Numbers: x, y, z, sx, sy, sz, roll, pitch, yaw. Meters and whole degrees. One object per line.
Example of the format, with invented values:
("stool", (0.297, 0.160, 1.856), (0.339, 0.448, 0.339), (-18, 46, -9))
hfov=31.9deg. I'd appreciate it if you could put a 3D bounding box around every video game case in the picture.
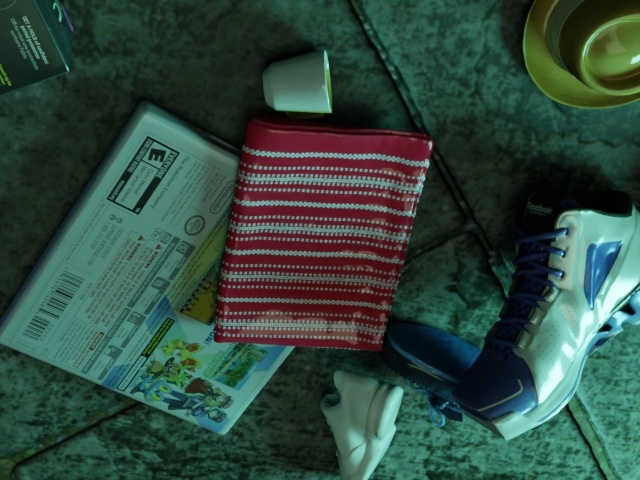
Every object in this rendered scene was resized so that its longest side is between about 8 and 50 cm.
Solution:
("video game case", (-0.146, 0.045, 1.227), (0.300, 0.036, 0.329), (27, 114, -23))

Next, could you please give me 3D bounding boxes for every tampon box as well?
("tampon box", (-0.320, -0.196, 1.003), (0.161, 0.101, 0.120), (-19, 124, 3))

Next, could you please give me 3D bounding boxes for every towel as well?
("towel", (0.000, 0.000, 1.181), (0.198, 0.031, 0.275), (5, 119, -13))

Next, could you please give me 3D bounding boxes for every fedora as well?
("fedora", (0.302, -0.200, 1.109), (0.194, 0.079, 0.194), (-4, 123, -7))

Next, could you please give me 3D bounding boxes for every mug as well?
("mug", (-0.022, -0.147, 1.107), (0.064, 0.062, 0.078), (-6, 117, 4))

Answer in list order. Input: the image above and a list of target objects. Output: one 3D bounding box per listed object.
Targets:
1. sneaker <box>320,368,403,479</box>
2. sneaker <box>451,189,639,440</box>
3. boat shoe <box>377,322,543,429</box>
("sneaker", (0.039, 0.226, 1.358), (0.094, 0.080, 0.212), (25, 137, 14))
("sneaker", (0.245, 0.050, 1.219), (0.315, 0.127, 0.182), (-40, 111, -15))
("boat shoe", (0.170, 0.182, 1.323), (0.258, 0.109, 0.089), (26, 119, -21))
